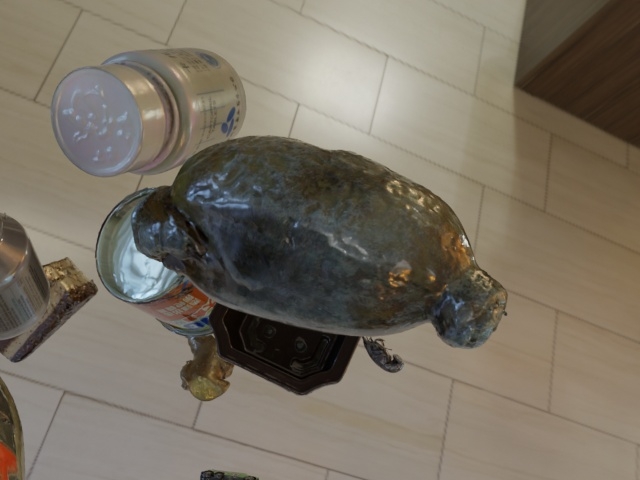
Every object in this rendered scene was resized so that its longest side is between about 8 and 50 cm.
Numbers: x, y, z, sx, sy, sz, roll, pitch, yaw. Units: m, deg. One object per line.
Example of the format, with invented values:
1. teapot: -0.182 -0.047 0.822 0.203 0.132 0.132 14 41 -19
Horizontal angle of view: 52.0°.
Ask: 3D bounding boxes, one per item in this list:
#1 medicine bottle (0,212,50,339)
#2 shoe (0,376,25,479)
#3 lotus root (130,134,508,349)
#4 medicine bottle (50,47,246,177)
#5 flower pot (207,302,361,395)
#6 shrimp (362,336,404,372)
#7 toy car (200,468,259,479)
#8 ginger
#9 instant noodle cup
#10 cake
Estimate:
1. medicine bottle: -0.450 0.032 0.873 0.135 0.215 0.135 3 55 -5
2. shoe: -0.172 0.113 0.297 0.074 0.077 0.194 -18 68 -23
3. lotus root: 0.001 -0.002 0.601 0.350 0.175 0.175 15 61 18
4. medicine bottle: -0.232 -0.183 0.928 0.170 0.170 0.293 46 25 -1
5. flower pot: -0.020 0.068 0.844 0.179 0.084 0.250 24 69 8
6. shrimp: 0.163 0.307 1.841 0.065 0.056 0.165 -43 71 2
7. toy car: -0.226 0.624 1.671 0.165 0.062 0.071 -1 89 20
8. ginger: -0.288 0.309 1.689 0.138 0.074 0.213 8 38 -13
9. instant noodle cup: -0.293 0.037 1.312 0.297 0.214 0.296 -6 73 20
10. cake: -0.593 0.147 1.417 0.112 0.246 0.135 45 24 -4
